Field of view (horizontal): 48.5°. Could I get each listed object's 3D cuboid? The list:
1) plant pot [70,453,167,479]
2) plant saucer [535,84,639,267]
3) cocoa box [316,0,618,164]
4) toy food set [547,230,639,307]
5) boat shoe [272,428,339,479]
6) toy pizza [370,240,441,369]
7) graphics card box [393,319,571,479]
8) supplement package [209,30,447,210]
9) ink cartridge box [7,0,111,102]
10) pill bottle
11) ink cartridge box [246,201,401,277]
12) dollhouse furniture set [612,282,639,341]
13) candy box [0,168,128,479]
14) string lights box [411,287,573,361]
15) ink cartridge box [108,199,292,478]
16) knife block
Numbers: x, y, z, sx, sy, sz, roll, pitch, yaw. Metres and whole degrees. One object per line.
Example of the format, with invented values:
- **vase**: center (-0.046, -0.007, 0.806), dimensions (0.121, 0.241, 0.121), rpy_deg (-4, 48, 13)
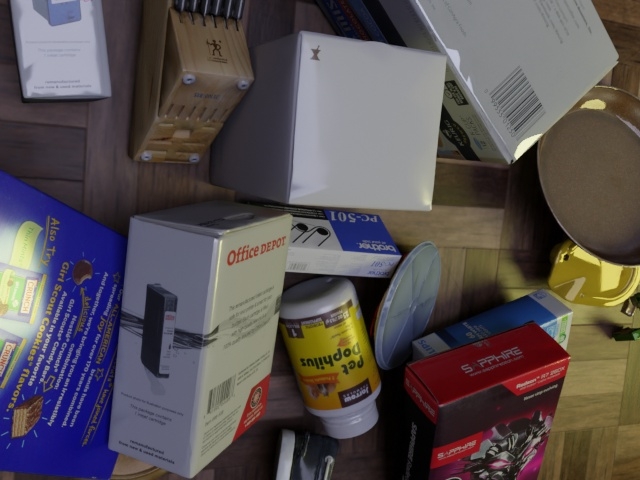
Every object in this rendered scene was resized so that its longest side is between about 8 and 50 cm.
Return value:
- **plant pot**: center (-0.255, 0.223, 0.943), dimensions (0.236, 0.032, 0.237), rpy_deg (-4, 101, -24)
- **plant saucer**: center (0.478, -0.104, 1.178), dimensions (0.310, 0.050, 0.311), rpy_deg (4, 76, -18)
- **cocoa box**: center (0.179, -0.307, 0.952), dimensions (0.231, 0.228, 0.347), rpy_deg (-43, 113, -12)
- **toy food set**: center (0.477, 0.046, 1.229), dimensions (0.217, 0.071, 0.128), rpy_deg (9, 98, -18)
- **boat shoe**: center (-0.033, 0.426, 1.023), dimensions (0.091, 0.114, 0.303), rpy_deg (8, 96, -4)
- **toy pizza**: center (0.124, 0.094, 1.054), dimensions (0.201, 0.032, 0.201), rpy_deg (-40, 139, -45)
- **graphics card box**: center (0.230, 0.317, 1.080), dimensions (0.232, 0.094, 0.371), rpy_deg (-14, 126, -23)
- **supplement package**: center (-0.008, -0.136, 0.857), dimensions (0.177, 0.293, 0.175), rpy_deg (2, 97, -24)
- **ink cartridge box**: center (-0.295, -0.261, 0.781), dimensions (0.093, 0.154, 0.213), rpy_deg (-6, 101, -23)
- **pill bottle**: center (0.017, 0.167, 1.011), dimensions (0.117, 0.117, 0.215), rpy_deg (-22, 107, -20)
- **ink cartridge box**: center (0.000, 0.000, 0.986), dimensions (0.207, 0.097, 0.046), rpy_deg (5, 127, -25)
- **dollhouse furniture set**: center (0.547, 0.106, 1.300), dimensions (0.076, 0.058, 0.152), rpy_deg (-21, 87, -13)
- **candy box**: center (-0.314, 0.097, 0.742), dimensions (0.317, 0.122, 0.268), rpy_deg (40, 62, -56)
- **string lights box**: center (0.271, 0.186, 1.136), dimensions (0.259, 0.077, 0.133), rpy_deg (-19, 126, -21)
- **ink cartridge box**: center (-0.134, 0.098, 0.829), dimensions (0.114, 0.197, 0.273), rpy_deg (13, 103, 18)
- **knife block**: center (-0.166, -0.256, 0.854), dimensions (0.088, 0.275, 0.242), rpy_deg (0, 64, -32)
